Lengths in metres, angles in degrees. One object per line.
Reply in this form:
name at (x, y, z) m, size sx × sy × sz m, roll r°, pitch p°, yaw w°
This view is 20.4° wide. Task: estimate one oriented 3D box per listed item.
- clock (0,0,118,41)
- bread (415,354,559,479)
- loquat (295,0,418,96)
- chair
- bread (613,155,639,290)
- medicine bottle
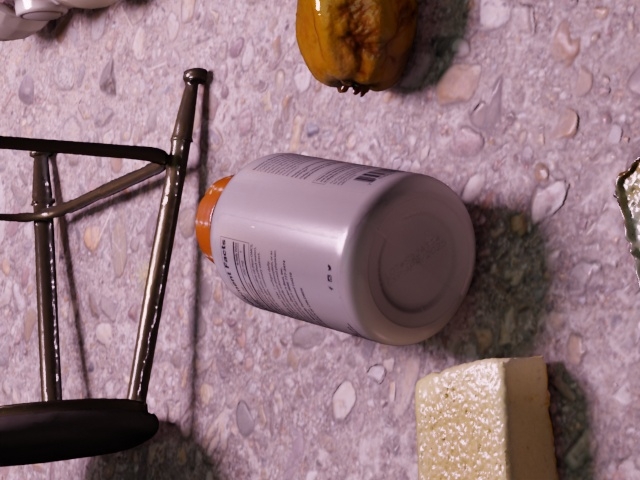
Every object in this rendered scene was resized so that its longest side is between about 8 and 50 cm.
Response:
clock at (-0.338, -0.423, 2.175) m, size 0.342 × 0.184 × 0.325 m, roll -10°, pitch 80°, yaw 55°
bread at (0.144, 0.197, 1.540) m, size 0.125 × 0.068 × 0.188 m, roll -20°, pitch 68°, yaw 48°
loquat at (0.035, -0.207, 1.715) m, size 0.137 × 0.113 × 0.137 m, roll 8°, pitch 102°, yaw 43°
chair at (-0.349, 0.038, 1.972) m, size 0.362 × 0.365 × 0.410 m, roll -19°, pitch 74°, yaw 48°
bread at (0.321, -0.031, 1.353) m, size 0.232 × 0.088 × 0.128 m, roll -33°, pitch 50°, yaw 51°
medicine bottle at (0.000, 0.000, 1.682) m, size 0.289 × 0.157 × 0.157 m, roll 13°, pitch 94°, yaw 52°
